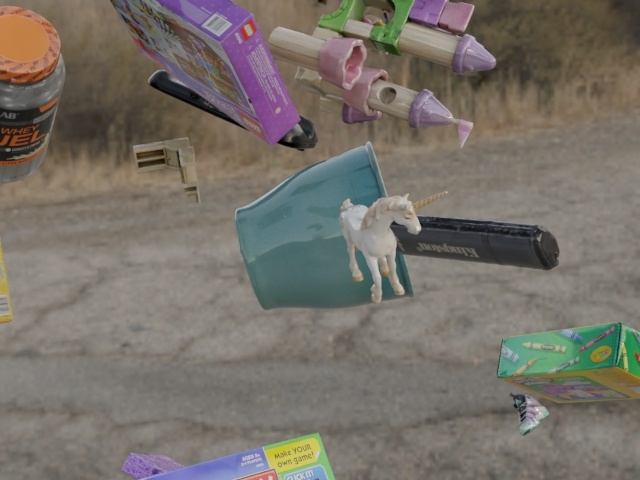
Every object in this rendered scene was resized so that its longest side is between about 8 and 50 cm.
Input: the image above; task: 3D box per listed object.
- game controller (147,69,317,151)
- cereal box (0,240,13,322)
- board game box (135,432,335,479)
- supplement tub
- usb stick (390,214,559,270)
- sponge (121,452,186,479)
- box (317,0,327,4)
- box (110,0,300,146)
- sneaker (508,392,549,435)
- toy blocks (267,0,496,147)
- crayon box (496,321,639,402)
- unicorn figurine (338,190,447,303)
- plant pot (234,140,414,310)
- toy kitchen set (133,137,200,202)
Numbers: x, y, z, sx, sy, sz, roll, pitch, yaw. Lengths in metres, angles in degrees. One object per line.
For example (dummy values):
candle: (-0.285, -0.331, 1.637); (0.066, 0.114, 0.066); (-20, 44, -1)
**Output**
game controller: (-0.161, -0.240, 2.015); (0.319, 0.067, 0.166); (24, 21, 15)
cereal box: (-0.616, 0.070, 1.814); (0.240, 0.173, 0.047); (-14, -5, 33)
board game box: (-0.099, 0.341, 1.160); (0.317, 0.213, 0.046); (-7, -19, -39)
supplement tub: (-0.572, -0.262, 1.980); (0.193, 0.193, 0.316); (-11, -27, -29)
usb stick: (0.186, -0.001, 1.452); (0.278, 0.045, 0.077); (6, -27, 42)
sponge: (-0.147, 0.333, 1.418); (0.210, 0.031, 0.117); (24, -7, 19)
box: (0.025, -0.478, 1.633); (0.021, 0.164, 0.201); (9, 49, 2)
box: (-0.165, -0.261, 1.389); (0.057, 0.201, 0.293); (-45, 57, -13)
sneaker: (0.333, 0.280, 1.805); (0.038, 0.069, 0.098); (-46, -13, 26)
toy blocks: (0.133, -0.286, 1.502); (0.260, 0.288, 0.309); (20, -8, 22)
crayon box: (0.466, 0.219, 1.914); (0.165, 0.081, 0.278); (25, -23, -30)
unicorn figurine: (0.055, -0.001, 1.055); (0.060, 0.111, 0.162); (-23, 25, -28)
plant pot: (0.000, 0.000, 1.838); (0.255, 0.272, 0.271); (-17, 13, 3)
toy kitchen set: (-0.196, -0.081, 1.402); (0.075, 0.068, 0.083); (-10, 29, -7)
